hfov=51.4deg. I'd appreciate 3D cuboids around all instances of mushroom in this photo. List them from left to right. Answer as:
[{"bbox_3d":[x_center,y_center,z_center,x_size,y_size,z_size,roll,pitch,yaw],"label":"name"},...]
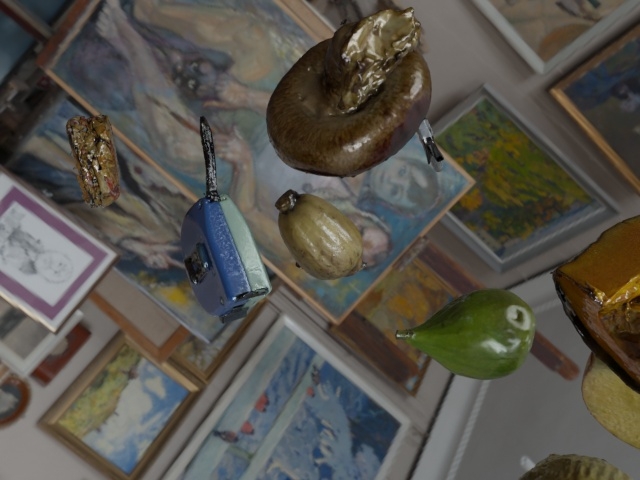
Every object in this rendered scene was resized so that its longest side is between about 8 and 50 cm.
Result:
[{"bbox_3d":[0.032,-0.275,1.252,0.331,0.334,0.356,-54,145,7],"label":"mushroom"}]

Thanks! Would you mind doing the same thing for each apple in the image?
[{"bbox_3d":[0.730,0.306,1.421,0.314,0.309,0.252,-30,-139,-2],"label":"apple"}]

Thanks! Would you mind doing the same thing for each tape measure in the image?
[{"bbox_3d":[-0.204,-0.028,1.221,0.097,0.351,0.215,-12,164,-27],"label":"tape measure"}]

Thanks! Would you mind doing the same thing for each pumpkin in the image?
[{"bbox_3d":[0.592,0.124,1.215,0.225,0.303,0.256,-31,178,1],"label":"pumpkin"}]

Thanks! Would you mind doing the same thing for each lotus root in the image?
[{"bbox_3d":[0.000,0.000,1.457,0.154,0.257,0.140,-35,-158,27],"label":"lotus root"}]

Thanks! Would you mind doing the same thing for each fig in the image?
[{"bbox_3d":[0.355,0.210,1.626,0.233,0.314,0.233,18,90,-82],"label":"fig"}]

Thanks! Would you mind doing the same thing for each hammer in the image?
[{"bbox_3d":[0.286,-0.244,1.724,0.044,0.152,0.427,-21,172,12],"label":"hammer"}]

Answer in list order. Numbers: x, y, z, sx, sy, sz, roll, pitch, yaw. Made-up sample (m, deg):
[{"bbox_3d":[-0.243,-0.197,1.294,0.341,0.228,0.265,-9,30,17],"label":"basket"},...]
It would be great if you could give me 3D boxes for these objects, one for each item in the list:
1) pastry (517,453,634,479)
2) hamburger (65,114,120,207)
[{"bbox_3d":[0.651,0.724,1.652,0.388,0.388,0.312,-47,153,7],"label":"pastry"},{"bbox_3d":[-0.531,-0.188,1.570,0.106,0.231,0.231,-11,177,-18],"label":"hamburger"}]
